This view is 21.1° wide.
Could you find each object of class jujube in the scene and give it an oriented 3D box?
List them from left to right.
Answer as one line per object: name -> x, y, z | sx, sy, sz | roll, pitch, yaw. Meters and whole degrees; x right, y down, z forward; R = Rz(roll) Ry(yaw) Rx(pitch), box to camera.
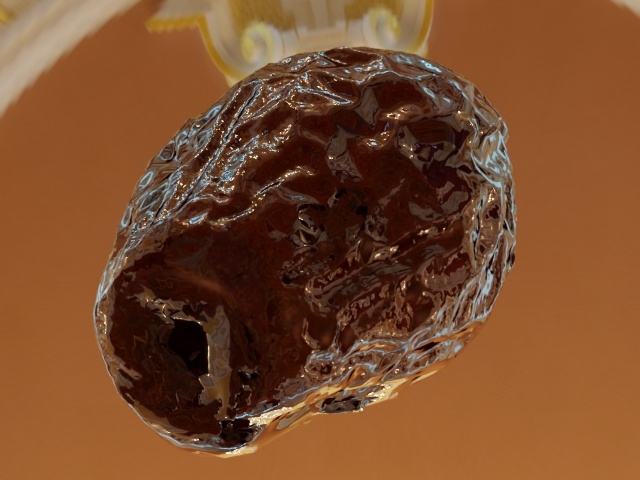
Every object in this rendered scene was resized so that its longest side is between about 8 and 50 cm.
jujube -> 0.000, 0.000, 0.899 | 0.197, 0.290, 0.197 | 12, -63, 25
